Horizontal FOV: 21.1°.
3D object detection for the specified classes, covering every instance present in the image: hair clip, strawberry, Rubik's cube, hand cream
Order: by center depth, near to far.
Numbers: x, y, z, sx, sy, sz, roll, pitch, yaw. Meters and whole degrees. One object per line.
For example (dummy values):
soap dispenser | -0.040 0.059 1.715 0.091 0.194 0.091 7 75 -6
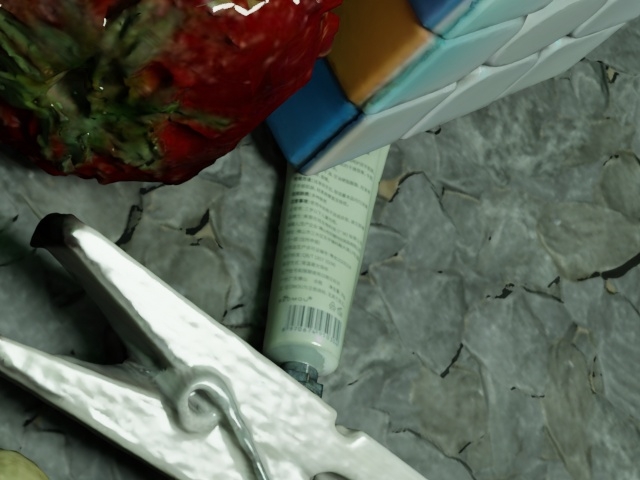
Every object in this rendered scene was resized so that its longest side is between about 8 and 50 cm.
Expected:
strawberry | -0.112 -0.176 1.024 0.274 0.274 0.220 26 50 -22
hair clip | -0.059 0.113 1.056 0.331 0.085 0.101 36 72 -20
Rubik's cube | 0.084 -0.260 1.149 0.291 0.290 0.291 -22 78 -37
hand cream | 0.000 0.000 1.166 0.080 0.050 0.234 20 58 -15

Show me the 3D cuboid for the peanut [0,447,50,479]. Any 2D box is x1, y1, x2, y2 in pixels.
peanut | -0.167 0.170 0.967 0.228 0.085 0.104 19 50 -27
